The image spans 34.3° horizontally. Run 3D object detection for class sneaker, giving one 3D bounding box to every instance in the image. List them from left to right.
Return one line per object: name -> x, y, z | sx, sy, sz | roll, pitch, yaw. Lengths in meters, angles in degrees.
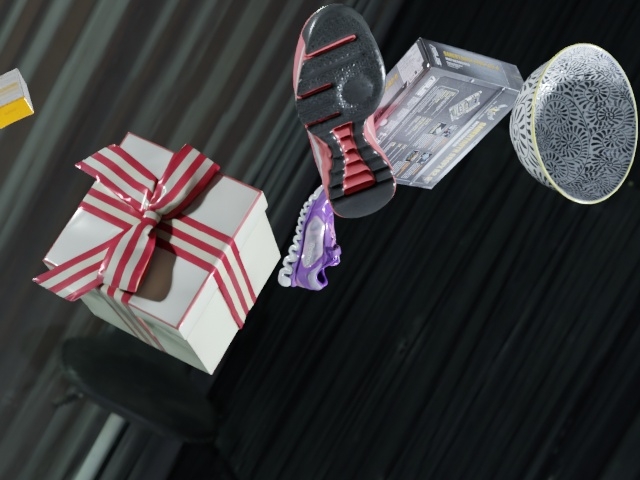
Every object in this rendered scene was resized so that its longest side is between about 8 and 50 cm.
sneaker -> 0.000, 0.000, 2.098 | 0.104, 0.236, 0.095 | 23, 18, 15
sneaker -> 0.012, -0.173, 1.321 | 0.314, 0.115, 0.136 | 80, -12, -44

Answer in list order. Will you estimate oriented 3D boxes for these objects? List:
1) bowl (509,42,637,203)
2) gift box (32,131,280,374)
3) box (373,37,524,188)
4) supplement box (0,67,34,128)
bowl -> 0.260, -0.124, 1.125 | 0.170, 0.170, 0.080 | 24, -13, -34
gift box -> -0.237, 0.019, 1.473 | 0.276, 0.255, 0.258 | 20, -21, 13
box -> 0.148, -0.171, 1.461 | 0.183, 0.231, 0.056 | 6, 53, -35
supplement box -> -0.513, -0.234, 1.708 | 0.098, 0.062, 0.036 | -118, -176, -46
